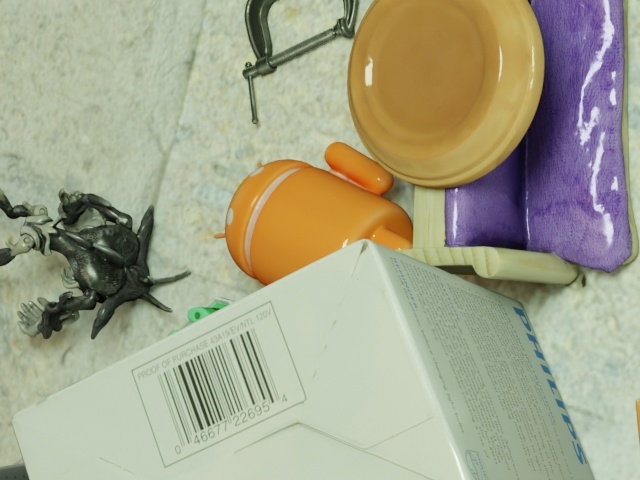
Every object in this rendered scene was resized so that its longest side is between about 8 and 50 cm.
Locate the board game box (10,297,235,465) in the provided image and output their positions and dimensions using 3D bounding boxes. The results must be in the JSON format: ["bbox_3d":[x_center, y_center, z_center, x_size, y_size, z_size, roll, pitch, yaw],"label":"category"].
[{"bbox_3d":[-0.156,0.319,1.968,0.390,0.050,0.390,-39,66,26],"label":"board game box"}]

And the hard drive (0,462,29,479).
[{"bbox_3d":[-0.252,0.307,1.970,0.255,0.054,0.172,-9,81,33],"label":"hard drive"}]

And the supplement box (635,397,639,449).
[{"bbox_3d":[0.382,0.156,1.600,0.233,0.080,0.078,-8,84,32],"label":"supplement box"}]

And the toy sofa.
[{"bbox_3d":[0.172,-0.144,1.723,0.177,0.150,0.362,-1,86,35],"label":"toy sofa"}]

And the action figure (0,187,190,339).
[{"bbox_3d":[-0.276,0.010,2.023,0.276,0.141,0.164,25,71,-4],"label":"action figure"}]

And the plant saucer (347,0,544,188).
[{"bbox_3d":[0.098,-0.145,1.660,0.200,0.037,0.200,-4,84,39],"label":"plant saucer"}]

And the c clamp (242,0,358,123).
[{"bbox_3d":[-0.020,-0.209,1.939,0.161,0.022,0.137,-28,66,31],"label":"c clamp"}]

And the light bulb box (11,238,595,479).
[{"bbox_3d":[0.002,0.194,1.651,0.358,0.361,0.225,-26,71,18],"label":"light bulb box"}]

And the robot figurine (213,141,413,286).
[{"bbox_3d":[-0.001,0.002,1.841,0.219,0.128,0.158,26,125,33],"label":"robot figurine"}]
